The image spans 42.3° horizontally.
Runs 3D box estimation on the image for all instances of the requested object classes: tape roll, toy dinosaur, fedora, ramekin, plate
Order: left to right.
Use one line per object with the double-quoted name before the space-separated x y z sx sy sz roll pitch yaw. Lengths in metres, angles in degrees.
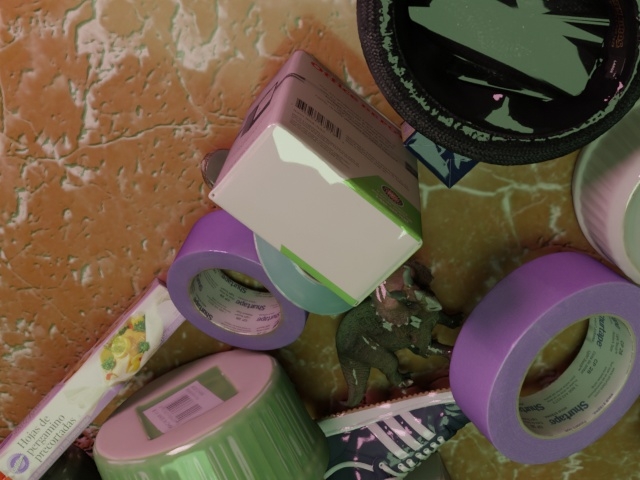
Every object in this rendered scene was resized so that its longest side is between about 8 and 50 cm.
"ramekin" -0.154 0.275 1.115 0.303 0.303 0.148 -19 106 12
"tape roll" -0.099 0.054 1.082 0.189 0.080 0.189 11 137 10
"plate" 0.000 0.000 1.036 0.188 0.188 0.024 43 141 -16
"toy dinosaur" 0.095 0.123 1.137 0.160 0.121 0.313 33 138 -12
"fedora" 0.202 -0.251 0.915 0.334 0.152 0.334 1 116 2
"tape roll" 0.307 0.155 1.081 0.275 0.090 0.275 -12 120 -22
"ramekin" 0.457 -0.051 1.015 0.273 0.127 0.273 1 116 3

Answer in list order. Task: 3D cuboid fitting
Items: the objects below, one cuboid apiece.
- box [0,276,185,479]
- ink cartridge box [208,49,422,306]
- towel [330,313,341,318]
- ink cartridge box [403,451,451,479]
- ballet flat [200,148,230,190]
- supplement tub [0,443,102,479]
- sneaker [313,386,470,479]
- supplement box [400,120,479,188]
"box" -0.309 0.191 1.131 0.063 0.067 0.324 44 85 -14
"ink cartridge box" 0.006 -0.083 0.942 0.198 0.273 0.115 38 114 -14
"towel" 0.018 0.068 1.159 0.060 0.009 0.083 -30 111 17
"ink cartridge box" 0.114 0.442 1.290 0.219 0.092 0.160 -20 114 11
"ballet flat" -0.051 -0.038 1.091 0.250 0.058 0.084 32 79 -18
"supplement tub" -0.372 0.453 1.256 0.207 0.207 0.338 -36 109 18
"sneaker" 0.128 0.303 1.180 0.282 0.099 0.153 -17 69 16
"supplement box" 0.147 -0.123 1.019 0.083 0.083 0.056 41 111 -16
